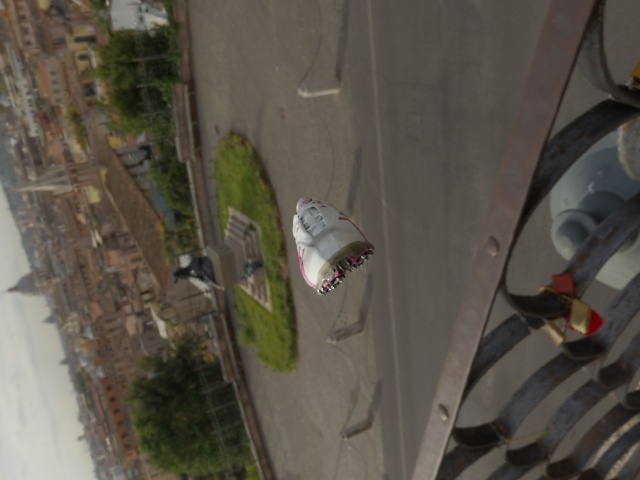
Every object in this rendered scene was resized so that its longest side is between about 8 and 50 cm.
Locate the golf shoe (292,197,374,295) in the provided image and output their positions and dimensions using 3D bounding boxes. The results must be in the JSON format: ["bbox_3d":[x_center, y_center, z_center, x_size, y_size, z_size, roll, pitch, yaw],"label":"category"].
[{"bbox_3d":[0.000,0.000,0.555,0.086,0.067,0.186,49,-179,-3],"label":"golf shoe"}]
